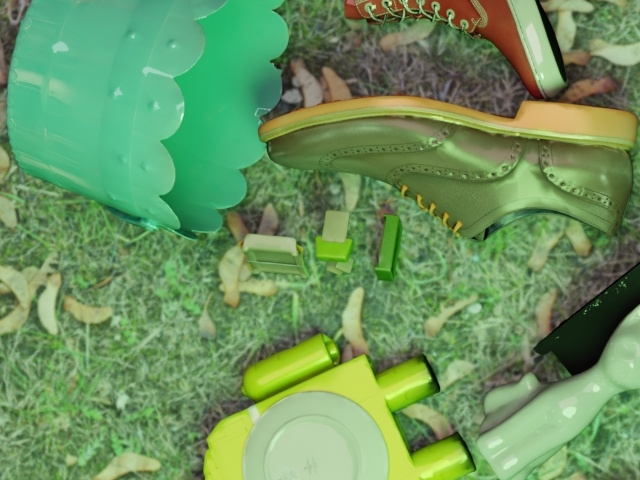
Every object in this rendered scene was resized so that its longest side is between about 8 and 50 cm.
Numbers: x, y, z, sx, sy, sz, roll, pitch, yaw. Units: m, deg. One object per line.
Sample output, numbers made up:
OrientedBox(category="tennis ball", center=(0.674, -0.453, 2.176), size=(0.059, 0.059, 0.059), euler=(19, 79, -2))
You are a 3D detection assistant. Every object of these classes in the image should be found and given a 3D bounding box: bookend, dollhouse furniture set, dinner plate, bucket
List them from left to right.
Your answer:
OrientedBox(category="bucket", center=(-0.162, -0.151, 1.872), size=(0.183, 0.281, 0.281), euler=(16, 85, 16))
OrientedBox(category="dinner plate", center=(-0.006, 0.212, 1.852), size=(0.141, 0.017, 0.141), euler=(-2, 81, 12))
OrientedBox(category="dollhouse furniture set", center=(0.000, 0.000, 1.914), size=(0.151, 0.076, 0.059), euler=(5, 70, 11))
OrientedBox(category="bookend", center=(0.310, 0.106, 1.805), size=(0.157, 0.072, 0.156), euler=(51, 122, 6))

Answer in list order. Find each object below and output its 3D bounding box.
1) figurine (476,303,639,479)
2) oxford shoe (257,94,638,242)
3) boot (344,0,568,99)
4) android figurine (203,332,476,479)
OrientedBox(category="figurine", center=(0.275, 0.184, 1.766), size=(0.209, 0.092, 0.215), euler=(-37, 87, 25))
OrientedBox(category="oxford shoe", center=(0.115, -0.067, 1.869), size=(0.363, 0.130, 0.133), euler=(3, 89, 13))
OrientedBox(category="boot", center=(0.124, -0.214, 1.910), size=(0.176, 0.088, 0.244), euler=(-28, 69, 8))
OrientedBox(category="android figurine", center=(0.003, 0.220, 1.884), size=(0.272, 0.056, 0.248), euler=(-27, 77, 7))
